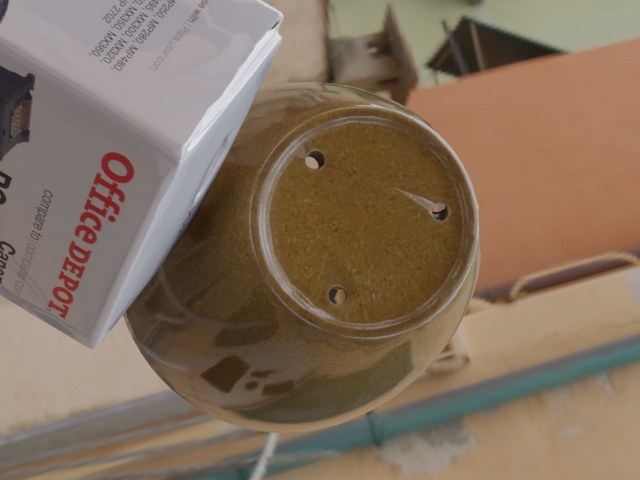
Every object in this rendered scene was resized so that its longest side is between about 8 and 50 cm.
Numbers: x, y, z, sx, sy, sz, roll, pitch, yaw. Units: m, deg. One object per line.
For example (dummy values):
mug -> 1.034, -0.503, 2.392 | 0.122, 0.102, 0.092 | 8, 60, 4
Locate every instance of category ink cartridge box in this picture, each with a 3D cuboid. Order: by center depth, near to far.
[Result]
ink cartridge box -> -0.159, -0.080, 0.558 | 0.100, 0.237, 0.172 | -60, -178, -38

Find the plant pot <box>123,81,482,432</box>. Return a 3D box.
plant pot -> 0.000, 0.000, 0.735 | 0.254, 0.237, 0.237 | 149, -74, -78
